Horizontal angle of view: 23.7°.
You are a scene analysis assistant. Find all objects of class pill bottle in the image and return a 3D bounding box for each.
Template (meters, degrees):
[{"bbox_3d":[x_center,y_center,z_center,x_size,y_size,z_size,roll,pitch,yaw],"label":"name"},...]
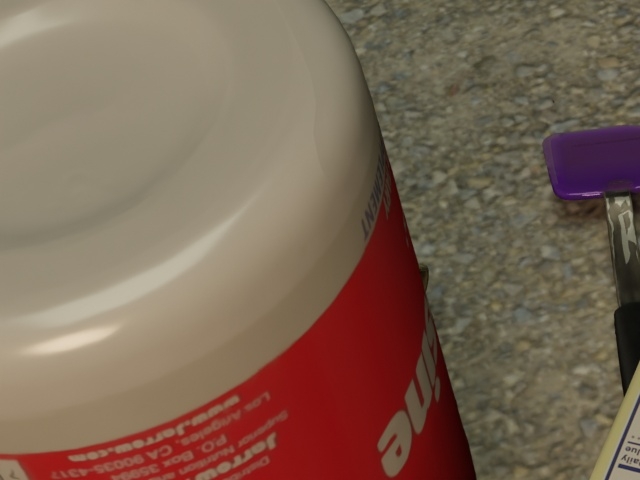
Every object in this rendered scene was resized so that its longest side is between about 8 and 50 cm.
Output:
[{"bbox_3d":[-0.051,0.087,0.695,0.229,0.408,0.229,-9,47,10],"label":"pill bottle"}]

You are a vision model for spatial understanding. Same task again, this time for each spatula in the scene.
[{"bbox_3d":[0.192,0.020,0.945,0.084,0.030,0.296,-8,46,8],"label":"spatula"}]

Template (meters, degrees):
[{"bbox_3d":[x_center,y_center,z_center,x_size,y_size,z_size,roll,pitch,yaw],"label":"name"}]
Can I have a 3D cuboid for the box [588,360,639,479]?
[{"bbox_3d":[0.226,0.108,0.722,0.117,0.214,0.243,12,52,28],"label":"box"}]

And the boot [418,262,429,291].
[{"bbox_3d":[0.000,0.000,0.995,0.165,0.077,0.213,13,58,29],"label":"boot"}]
